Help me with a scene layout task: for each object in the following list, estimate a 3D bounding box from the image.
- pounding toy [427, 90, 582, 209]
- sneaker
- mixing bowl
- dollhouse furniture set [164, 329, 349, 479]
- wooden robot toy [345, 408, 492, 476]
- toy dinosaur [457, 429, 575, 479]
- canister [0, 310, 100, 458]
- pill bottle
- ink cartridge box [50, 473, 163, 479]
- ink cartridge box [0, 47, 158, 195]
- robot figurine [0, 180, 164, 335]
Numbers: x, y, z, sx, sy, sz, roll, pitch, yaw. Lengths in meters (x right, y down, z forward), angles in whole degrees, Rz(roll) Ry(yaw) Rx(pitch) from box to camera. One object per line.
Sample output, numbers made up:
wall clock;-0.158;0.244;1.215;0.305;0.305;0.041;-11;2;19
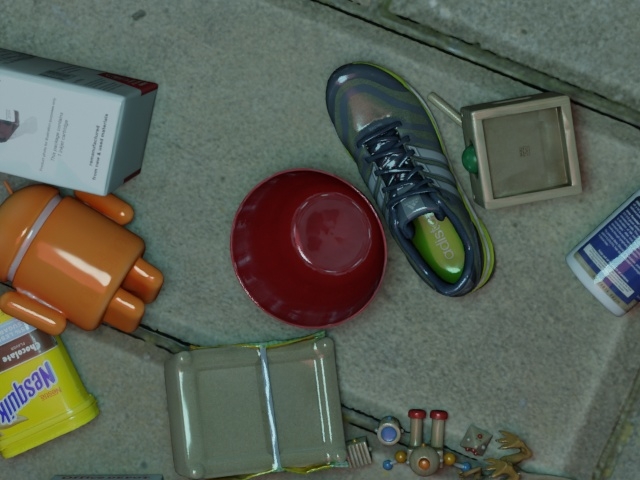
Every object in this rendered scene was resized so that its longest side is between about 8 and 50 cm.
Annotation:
pounding toy;0.203;-0.109;1.865;0.141;0.100;0.130;-10;99;-4
sneaker;0.102;-0.066;1.858;0.111;0.121;0.300;-32;95;9
mixing bowl;0.000;0.000;1.882;0.181;0.098;0.181;4;103;17
dollhouse furniture set;-0.079;0.269;1.963;0.197;0.151;0.301;-4;82;-14
wooden robot toy;0.112;0.239;1.931;0.173;0.079;0.076;1;100;5
toy dinosaur;0.229;0.277;1.945;0.211;0.064;0.112;-8;135;6
canister;-0.352;0.153;1.963;0.126;0.073;0.170;-25;95;9
pill bottle;0.363;-0.003;1.858;0.169;0.094;0.094;-43;93;11
ink cartridge box;-0.262;0.330;1.924;0.139;0.191;0.082;-1;98;5
ink cartridge box;-0.337;-0.143;1.847;0.273;0.197;0.114;14;101;3
robot figurine;-0.287;0.017;1.908;0.219;0.128;0.158;30;104;-1
